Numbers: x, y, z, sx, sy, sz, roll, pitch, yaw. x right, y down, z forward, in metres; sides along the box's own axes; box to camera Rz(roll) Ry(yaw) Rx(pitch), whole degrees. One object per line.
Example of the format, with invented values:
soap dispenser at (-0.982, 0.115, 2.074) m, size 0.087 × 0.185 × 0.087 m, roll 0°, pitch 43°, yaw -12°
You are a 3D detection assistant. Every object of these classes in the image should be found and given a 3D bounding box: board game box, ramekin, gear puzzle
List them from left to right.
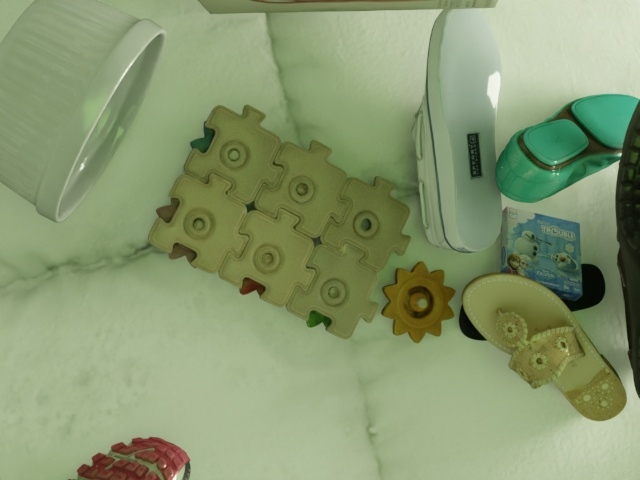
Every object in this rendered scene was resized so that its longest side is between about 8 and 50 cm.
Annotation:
ramekin at (-0.239, -0.131, 1.065) m, size 0.109 × 0.207 × 0.207 m, roll 29°, pitch 85°, yaw -4°
gear puzzle at (0.000, 0.000, 1.208) m, size 0.339 × 0.044 × 0.175 m, roll 27°, pitch 83°, yaw -16°
board game box at (0.240, 0.014, 1.254) m, size 0.090 × 0.020 × 0.090 m, roll 12°, pitch 60°, yaw -14°

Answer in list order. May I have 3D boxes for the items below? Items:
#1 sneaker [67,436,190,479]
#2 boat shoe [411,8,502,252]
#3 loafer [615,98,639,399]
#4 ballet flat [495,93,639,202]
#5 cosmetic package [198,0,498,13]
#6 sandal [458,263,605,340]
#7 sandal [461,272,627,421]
sneaker at (-0.223, 0.329, 1.133) m, size 0.112 × 0.121 × 0.299 m, roll 40°, pitch 80°, yaw -41°
boat shoe at (0.132, -0.116, 1.210) m, size 0.095 × 0.084 × 0.258 m, roll 1°, pitch 91°, yaw -36°
loafer at (0.370, 0.000, 1.239) m, size 0.133 × 0.130 × 0.366 m, roll 1°, pitch 104°, yaw 4°
ballet flat at (0.266, -0.098, 1.236) m, size 0.247 × 0.087 × 0.083 m, roll -21°, pitch 68°, yaw -43°
cosmetic package at (0.027, -0.304, 1.115) m, size 0.296 × 0.129 × 0.153 m, roll -2°, pitch 91°, yaw 5°
sandal at (0.235, 0.063, 1.262) m, size 0.179 × 0.040 × 0.067 m, roll -15°, pitch 95°, yaw -13°
sandal at (0.250, 0.127, 1.220) m, size 0.088 × 0.079 × 0.240 m, roll -42°, pitch 114°, yaw 17°
